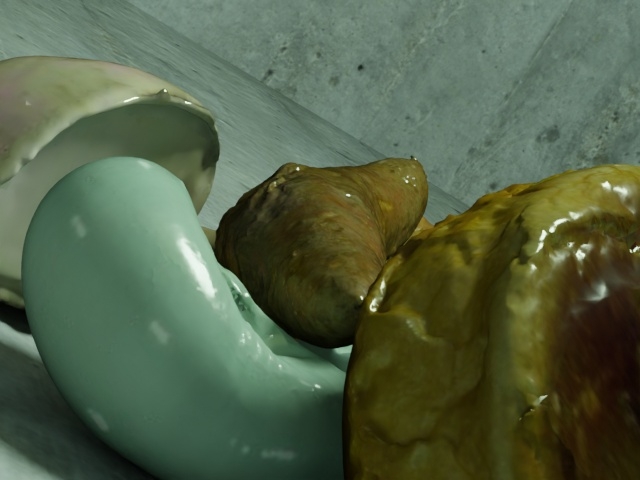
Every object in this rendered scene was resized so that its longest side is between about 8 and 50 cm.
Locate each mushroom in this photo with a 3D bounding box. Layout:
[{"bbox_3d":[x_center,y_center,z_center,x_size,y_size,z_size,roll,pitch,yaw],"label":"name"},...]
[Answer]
[{"bbox_3d":[-0.157,-0.050,1.089,0.173,0.162,0.236,40,9,34],"label":"mushroom"}]

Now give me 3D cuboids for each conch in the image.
[{"bbox_3d":[-0.064,0.056,0.953,0.221,0.121,0.185,48,15,-4],"label":"conch"}]

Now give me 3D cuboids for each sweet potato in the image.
[{"bbox_3d":[-0.003,0.000,1.088,0.114,0.092,0.341,-2,11,8],"label":"sweet potato"}]

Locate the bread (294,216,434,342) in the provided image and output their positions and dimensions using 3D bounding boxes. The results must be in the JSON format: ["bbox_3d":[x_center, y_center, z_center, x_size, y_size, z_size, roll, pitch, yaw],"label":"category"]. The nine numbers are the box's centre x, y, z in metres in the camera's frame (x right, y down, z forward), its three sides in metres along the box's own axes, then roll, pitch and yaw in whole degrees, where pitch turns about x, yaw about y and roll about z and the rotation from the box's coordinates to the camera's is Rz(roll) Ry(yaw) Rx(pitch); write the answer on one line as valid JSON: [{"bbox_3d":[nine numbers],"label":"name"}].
[{"bbox_3d":[0.048,0.052,1.336,0.274,0.149,0.274,32,2,-1],"label":"bread"}]

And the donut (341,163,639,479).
[{"bbox_3d":[0.129,0.107,0.929,0.160,0.330,0.330,0,-13,36],"label":"donut"}]

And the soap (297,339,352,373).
[{"bbox_3d":[0.103,0.156,1.122,0.265,0.087,0.160,27,9,-38],"label":"soap"}]
